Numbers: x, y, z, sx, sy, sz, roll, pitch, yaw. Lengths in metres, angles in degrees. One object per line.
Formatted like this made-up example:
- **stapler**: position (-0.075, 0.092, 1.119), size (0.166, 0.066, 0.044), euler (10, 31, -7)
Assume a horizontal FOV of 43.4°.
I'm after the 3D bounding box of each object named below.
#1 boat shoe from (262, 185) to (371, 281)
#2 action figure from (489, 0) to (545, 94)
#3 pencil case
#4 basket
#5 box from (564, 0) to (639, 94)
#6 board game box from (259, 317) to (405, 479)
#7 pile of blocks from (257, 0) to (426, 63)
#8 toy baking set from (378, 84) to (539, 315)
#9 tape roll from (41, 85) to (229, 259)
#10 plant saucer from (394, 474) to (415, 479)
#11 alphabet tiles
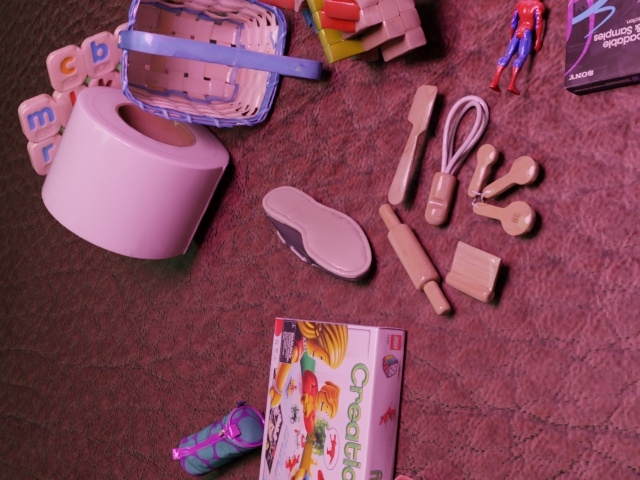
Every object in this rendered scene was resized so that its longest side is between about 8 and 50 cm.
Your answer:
- **boat shoe**: position (0.000, 0.000, 1.039), size (0.206, 0.075, 0.065), euler (39, 155, 41)
- **action figure**: position (0.210, -0.210, 0.839), size (0.038, 0.030, 0.115), euler (19, 92, 45)
- **pencil case**: position (-0.139, 0.279, 1.119), size (0.152, 0.070, 0.064), euler (-38, 55, 41)
- **basket**: position (-0.164, -0.262, 1.127), size (0.289, 0.255, 0.201), euler (35, 116, 58)
- **box**: position (0.286, -0.225, 0.749), size (0.116, 0.029, 0.162), euler (-4, 80, 50)
- **board game box**: position (0.006, 0.250, 0.963), size (0.193, 0.053, 0.305), euler (-2, 80, 50)
- **pile of blocks**: position (-0.007, -0.293, 1.008), size (0.362, 0.113, 0.149), euler (-132, 25, -55)
- **toy baking set**: position (0.144, -0.048, 0.887), size (0.196, 0.030, 0.256), euler (-53, 46, 25)
- **tape roll**: position (-0.284, -0.108, 1.244), size (0.246, 0.246, 0.169), euler (50, 120, 44)
- **plant saucer**: position (0.153, 0.387, 0.762), size (0.258, 0.048, 0.259), euler (10, 90, 51)
- **alphabet tiles**: position (-0.346, -0.215, 1.304), size (0.021, 0.284, 0.278), euler (42, 148, 28)
